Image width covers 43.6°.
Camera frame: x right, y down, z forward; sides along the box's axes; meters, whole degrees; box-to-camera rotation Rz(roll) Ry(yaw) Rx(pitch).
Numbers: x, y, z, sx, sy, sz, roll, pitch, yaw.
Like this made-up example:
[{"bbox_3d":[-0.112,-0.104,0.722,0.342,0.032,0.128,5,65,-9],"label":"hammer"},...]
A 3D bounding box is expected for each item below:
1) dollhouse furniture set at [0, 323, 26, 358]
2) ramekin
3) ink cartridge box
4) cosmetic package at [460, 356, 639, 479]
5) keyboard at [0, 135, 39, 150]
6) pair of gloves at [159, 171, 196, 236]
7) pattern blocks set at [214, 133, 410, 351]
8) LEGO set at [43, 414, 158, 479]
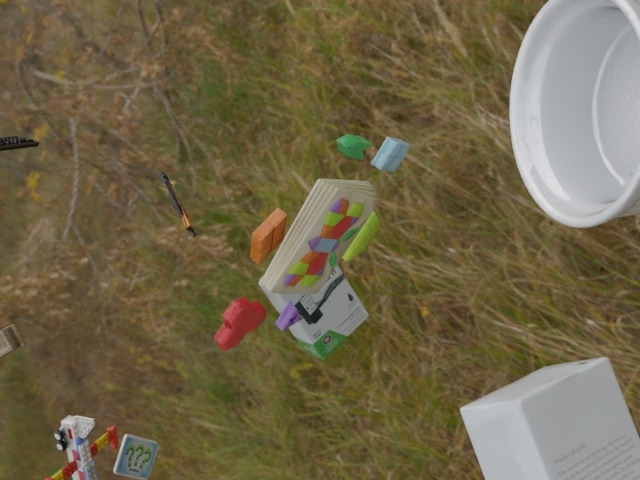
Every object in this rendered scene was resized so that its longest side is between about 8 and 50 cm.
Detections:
[{"bbox_3d":[-0.543,0.110,1.167,0.160,0.182,0.101,-28,2,-5],"label":"dollhouse furniture set"},{"bbox_3d":[0.352,-0.157,0.942,0.277,0.135,0.277,175,90,-73],"label":"ramekin"},{"bbox_3d":[-0.013,0.126,1.724,0.153,0.208,0.087,-42,27,-19],"label":"ink cartridge box"},{"bbox_3d":[0.434,0.450,1.333,0.161,0.230,0.454,-27,80,57],"label":"cosmetic package"},{"bbox_3d":[-0.524,-0.153,1.206,0.100,0.192,0.038,5,102,21],"label":"keyboard"},{"bbox_3d":[-0.166,-0.040,0.929,0.074,0.010,0.083,64,172,6],"label":"pair of gloves"},{"bbox_3d":[0.000,0.000,1.081,0.026,0.285,0.325,39,119,25],"label":"pattern blocks set"},{"bbox_3d":[-0.265,0.308,0.930,0.060,0.244,0.183,6,70,26],"label":"LEGO set"}]
